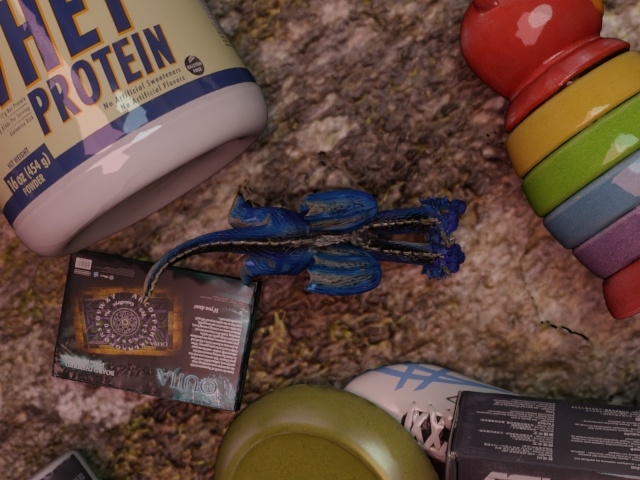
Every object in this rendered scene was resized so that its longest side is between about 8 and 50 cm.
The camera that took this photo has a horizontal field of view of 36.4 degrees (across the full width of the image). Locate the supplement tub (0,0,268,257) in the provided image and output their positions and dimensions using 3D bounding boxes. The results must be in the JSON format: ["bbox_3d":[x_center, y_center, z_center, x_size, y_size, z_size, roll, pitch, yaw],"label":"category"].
[{"bbox_3d":[-0.218,-0.175,0.808,0.235,0.235,0.324,-32,91,11],"label":"supplement tub"}]

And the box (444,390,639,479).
[{"bbox_3d":[0.301,0.285,0.782,0.395,0.097,0.318,4,118,13],"label":"box"}]

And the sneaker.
[{"bbox_3d":[0.129,0.167,0.867,0.237,0.086,0.085,12,100,9],"label":"sneaker"}]

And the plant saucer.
[{"bbox_3d":[-0.002,0.252,0.888,0.241,0.037,0.240,5,101,24],"label":"plant saucer"}]

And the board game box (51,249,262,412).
[{"bbox_3d":[-0.157,0.085,0.926,0.186,0.026,0.126,10,90,9],"label":"board game box"}]

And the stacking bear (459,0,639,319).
[{"bbox_3d":[0.224,-0.097,0.791,0.164,0.175,0.289,-38,80,26],"label":"stacking bear"}]

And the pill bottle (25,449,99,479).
[{"bbox_3d":[-0.213,0.332,0.917,0.130,0.130,0.245,-37,90,11],"label":"pill bottle"}]

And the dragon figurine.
[{"bbox_3d":[0.000,0.000,0.811,0.144,0.289,0.085,3,96,47],"label":"dragon figurine"}]
